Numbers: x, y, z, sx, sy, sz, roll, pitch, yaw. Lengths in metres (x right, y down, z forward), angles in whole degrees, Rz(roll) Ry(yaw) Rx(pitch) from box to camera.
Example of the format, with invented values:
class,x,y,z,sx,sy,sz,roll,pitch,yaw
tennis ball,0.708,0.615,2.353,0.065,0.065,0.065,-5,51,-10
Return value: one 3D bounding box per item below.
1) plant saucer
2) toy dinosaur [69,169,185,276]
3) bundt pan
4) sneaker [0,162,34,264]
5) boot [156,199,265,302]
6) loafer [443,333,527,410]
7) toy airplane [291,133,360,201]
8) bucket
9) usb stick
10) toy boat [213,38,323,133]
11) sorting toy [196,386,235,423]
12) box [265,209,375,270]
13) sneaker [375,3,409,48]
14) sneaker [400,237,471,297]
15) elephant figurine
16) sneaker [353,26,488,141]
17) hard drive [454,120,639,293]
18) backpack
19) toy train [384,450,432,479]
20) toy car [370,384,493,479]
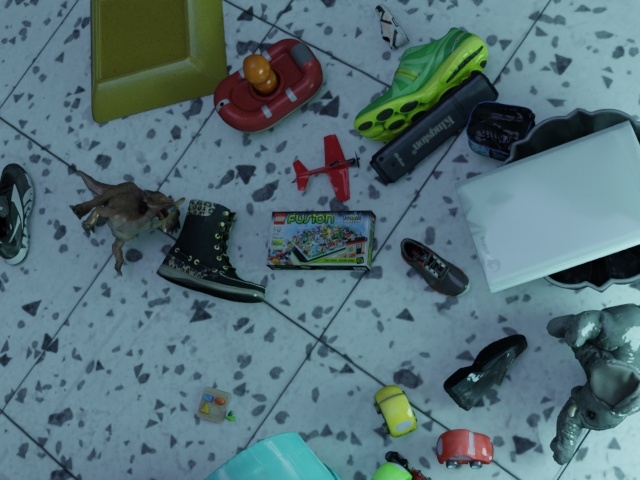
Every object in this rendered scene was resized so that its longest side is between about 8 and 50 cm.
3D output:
class,x,y,z,sx,sy,sz,roll,pitch,yaw
plant saucer,-0.380,-0.456,2.137,0.333,0.081,0.332,-12,69,15
toy dinosaur,-0.393,-0.068,1.997,0.200,0.127,0.295,-37,48,-6
bundt pan,0.469,-0.058,1.676,0.331,0.124,0.330,-6,72,17
sneaker,-0.686,-0.070,2.103,0.078,0.106,0.234,-9,70,16
boot,-0.196,0.020,1.911,0.236,0.085,0.178,13,75,23
loafer,0.297,0.229,1.688,0.170,0.062,0.061,-36,103,-2
toy airplane,0.007,-0.143,1.922,0.151,0.028,0.151,-6,72,17
bucket,-0.083,0.468,1.624,0.281,0.281,0.183,-39,64,4
usb stick,0.218,-0.215,1.847,0.278,0.077,0.045,-39,35,5
toy boat,-0.118,-0.326,1.959,0.231,0.151,0.151,-35,64,6
sorting toy,-0.195,0.319,1.850,0.083,0.012,0.062,12,77,23
box,0.000,0.000,1.873,0.207,0.036,0.114,-1,72,20
sneaker,0.136,-0.437,1.968,0.044,0.040,0.109,-34,64,9
sneaker,0.203,0.049,1.768,0.158,0.065,0.061,34,86,26
elephant figurine,0.473,0.233,1.582,0.169,0.186,0.239,-4,78,-27
sneaker,0.189,-0.302,1.882,0.295,0.109,0.123,-37,46,4
hard drive,0.400,-0.056,1.611,0.308,0.040,0.203,-20,67,12
backpack,0.332,-0.199,1.793,0.114,0.084,0.105,17,76,19
toy train,0.175,0.417,1.672,0.158,0.036,0.027,35,86,26
toy car,0.149,0.372,1.651,0.239,0.053,0.225,27,64,26
